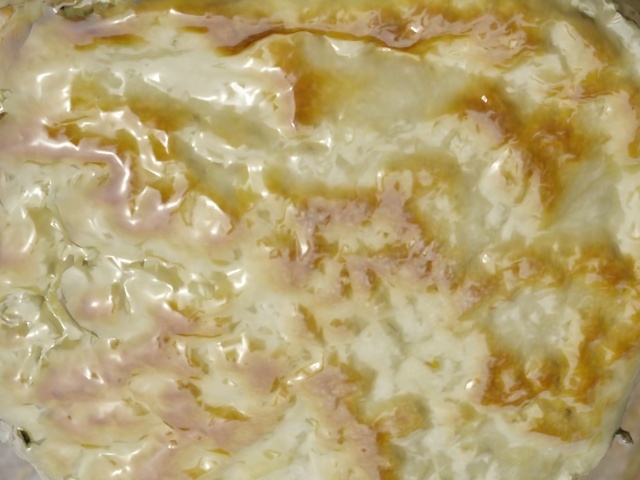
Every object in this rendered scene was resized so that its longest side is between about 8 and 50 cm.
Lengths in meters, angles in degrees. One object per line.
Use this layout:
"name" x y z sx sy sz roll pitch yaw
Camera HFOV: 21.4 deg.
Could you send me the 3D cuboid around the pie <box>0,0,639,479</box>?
"pie" 0.000 0.000 0.455 0.205 0.179 0.084 -4 -154 -2
